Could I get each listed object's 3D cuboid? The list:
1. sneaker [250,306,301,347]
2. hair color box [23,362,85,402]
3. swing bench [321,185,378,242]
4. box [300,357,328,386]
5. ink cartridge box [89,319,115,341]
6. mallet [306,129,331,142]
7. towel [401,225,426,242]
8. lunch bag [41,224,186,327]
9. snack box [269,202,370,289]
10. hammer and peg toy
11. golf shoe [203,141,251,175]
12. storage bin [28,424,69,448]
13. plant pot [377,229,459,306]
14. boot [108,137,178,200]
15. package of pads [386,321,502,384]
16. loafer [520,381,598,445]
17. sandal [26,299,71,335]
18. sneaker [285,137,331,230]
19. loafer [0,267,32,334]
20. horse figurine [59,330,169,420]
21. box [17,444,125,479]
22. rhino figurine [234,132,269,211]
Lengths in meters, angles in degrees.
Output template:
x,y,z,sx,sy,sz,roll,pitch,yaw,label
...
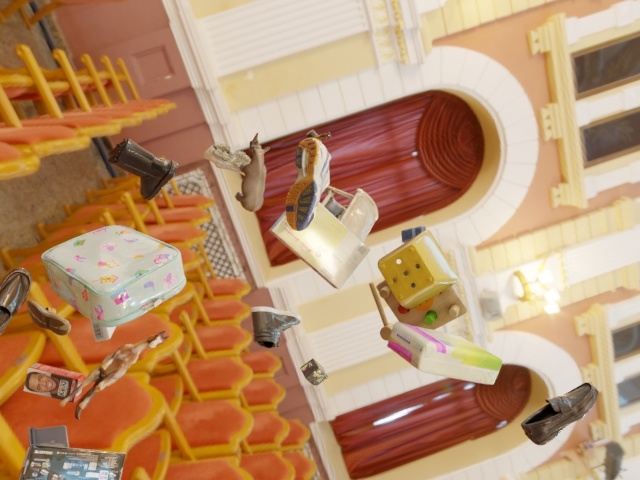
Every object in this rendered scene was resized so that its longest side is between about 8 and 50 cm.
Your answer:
x,y,z,sx,sy,sz,roll,pitch,yaw,label
-0.171,0.343,1.963,0.295,0.104,0.147,25,62,-57,sneaker
-0.729,0.390,1.397,0.043,0.141,0.072,-85,-172,-85,hair color box
0.071,-0.084,2.062,0.253,0.254,0.165,-59,148,-37,swing bench
-0.022,0.469,1.807,0.083,0.062,0.052,52,0,-45,box
-0.603,0.181,1.405,0.179,0.045,0.145,-152,-128,-72,ink cartridge box
-0.006,-0.389,1.885,0.062,0.039,0.189,50,-10,-10,mallet
0.432,-0.028,2.361,0.029,0.119,0.067,23,60,-55,towel
-0.438,0.067,1.107,0.279,0.224,0.108,21,-56,32,lunch bag
0.000,0.000,1.788,0.322,0.187,0.060,42,-12,-13,snack box
0.327,0.234,1.900,0.266,0.361,0.127,57,28,3,hammer and peg toy
-0.291,-0.253,1.626,0.176,0.086,0.069,31,56,-42,golf shoe
-0.712,0.554,1.337,0.135,0.091,0.098,42,-53,51,storage bin
0.309,0.104,1.711,0.212,0.212,0.187,60,22,12,plant pot
-0.649,-0.252,1.803,0.207,0.246,0.094,26,53,-31,boot
0.386,0.359,1.628,0.229,0.296,0.101,-157,-97,-70,package of pads
0.632,0.447,1.346,0.078,0.223,0.076,50,3,-5,loafer
-0.805,0.228,1.519,0.049,0.180,0.072,-35,141,-60,sandal
-0.020,-0.165,1.592,0.131,0.112,0.296,25,75,-55,sneaker
-0.883,0.181,1.438,0.078,0.080,0.220,-10,-122,54,loafer
-0.487,0.306,1.173,0.066,0.263,0.174,47,23,-3,horse figurine
-0.589,0.583,1.194,0.051,0.220,0.175,-33,-134,48,box
-0.199,-0.200,1.523,0.106,0.073,0.243,30,-67,60,rhino figurine
